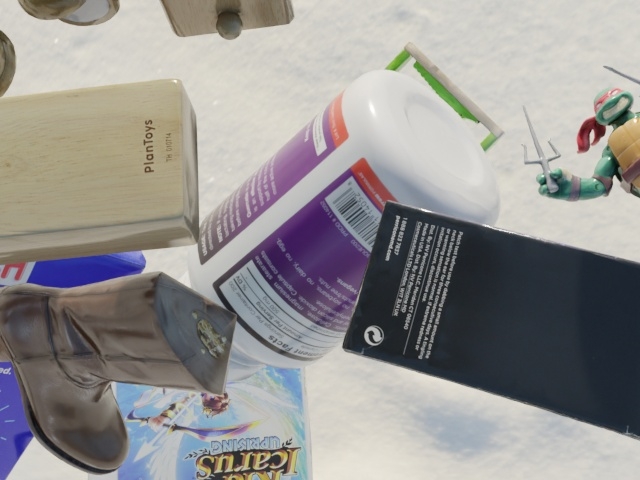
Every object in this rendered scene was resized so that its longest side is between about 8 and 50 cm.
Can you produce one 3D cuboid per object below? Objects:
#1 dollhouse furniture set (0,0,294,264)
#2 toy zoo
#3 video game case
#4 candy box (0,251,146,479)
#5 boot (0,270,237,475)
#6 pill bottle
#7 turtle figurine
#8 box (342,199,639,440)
[{"bbox_3d":[-0.084,-0.052,0.416,0.144,0.123,0.151,-6,69,4],"label":"dollhouse furniture set"},{"bbox_3d":[0.095,-0.114,1.544,0.293,0.030,0.192,-45,80,9],"label":"toy zoo"},{"bbox_3d":[-0.149,0.219,1.317,0.269,0.061,0.244,-5,73,2],"label":"video game case"},{"bbox_3d":[-0.318,0.074,0.738,0.268,0.122,0.317,22,112,-42],"label":"candy box"},{"bbox_3d":[-0.071,0.056,0.422,0.106,0.114,0.037,60,41,-32],"label":"boot"},{"bbox_3d":[0.000,0.000,1.017,0.181,0.323,0.181,34,33,-27],"label":"pill bottle"},{"bbox_3d":[0.306,-0.076,1.004,0.118,0.175,0.234,-8,58,-48],"label":"turtle figurine"},{"bbox_3d":[0.147,0.056,0.730,0.184,0.261,0.103,17,89,18],"label":"box"}]
